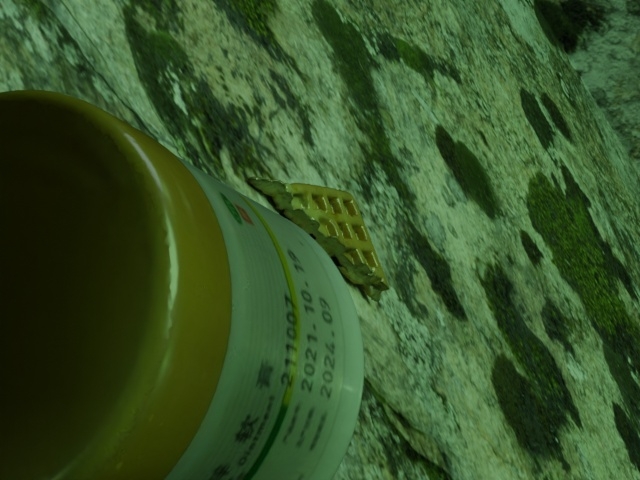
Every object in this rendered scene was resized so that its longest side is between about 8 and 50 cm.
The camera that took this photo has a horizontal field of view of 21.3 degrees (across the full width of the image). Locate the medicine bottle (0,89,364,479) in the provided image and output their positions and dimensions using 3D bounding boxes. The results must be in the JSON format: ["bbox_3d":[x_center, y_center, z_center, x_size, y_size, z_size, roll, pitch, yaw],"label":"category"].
[{"bbox_3d":[-0.124,0.061,0.960,0.232,0.238,0.238,28,40,-58],"label":"medicine bottle"}]

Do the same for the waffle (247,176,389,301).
[{"bbox_3d":[0.000,0.000,1.639,0.191,0.032,0.125,4,64,-64],"label":"waffle"}]
